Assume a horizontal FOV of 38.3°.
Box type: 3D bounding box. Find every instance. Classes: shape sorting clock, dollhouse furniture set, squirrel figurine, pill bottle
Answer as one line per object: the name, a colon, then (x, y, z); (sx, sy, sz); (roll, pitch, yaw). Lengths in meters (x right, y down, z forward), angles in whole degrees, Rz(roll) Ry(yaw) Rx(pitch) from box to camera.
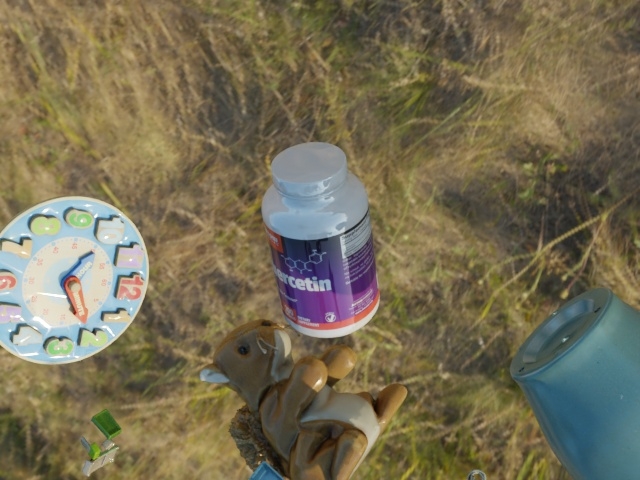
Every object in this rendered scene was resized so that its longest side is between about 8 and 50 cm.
shape sorting clock: (-0.295, 0.049, 1.077); (0.040, 0.206, 0.206); (23, 131, 46)
dollhouse furniture set: (-0.463, 0.422, 1.923); (0.058, 0.076, 0.151); (45, 135, 18)
squirrel figurine: (-0.081, 0.362, 1.886); (0.370, 0.281, 0.397); (34, 122, 11)
pill bottle: (0.000, 0.000, 1.583); (0.182, 0.181, 0.323); (8, 130, 22)

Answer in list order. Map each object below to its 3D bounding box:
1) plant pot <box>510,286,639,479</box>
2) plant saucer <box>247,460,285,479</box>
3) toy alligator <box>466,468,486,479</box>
plant pot: (0.411, 0.214, 1.276); (0.255, 0.271, 0.272); (46, 127, -2)
plant saucer: (-0.024, 0.332, 1.044); (0.192, 0.067, 0.018); (34, 170, 38)
toy alligator: (0.167, 0.367, 1.225); (0.056, 0.190, 0.051); (36, 150, 18)
